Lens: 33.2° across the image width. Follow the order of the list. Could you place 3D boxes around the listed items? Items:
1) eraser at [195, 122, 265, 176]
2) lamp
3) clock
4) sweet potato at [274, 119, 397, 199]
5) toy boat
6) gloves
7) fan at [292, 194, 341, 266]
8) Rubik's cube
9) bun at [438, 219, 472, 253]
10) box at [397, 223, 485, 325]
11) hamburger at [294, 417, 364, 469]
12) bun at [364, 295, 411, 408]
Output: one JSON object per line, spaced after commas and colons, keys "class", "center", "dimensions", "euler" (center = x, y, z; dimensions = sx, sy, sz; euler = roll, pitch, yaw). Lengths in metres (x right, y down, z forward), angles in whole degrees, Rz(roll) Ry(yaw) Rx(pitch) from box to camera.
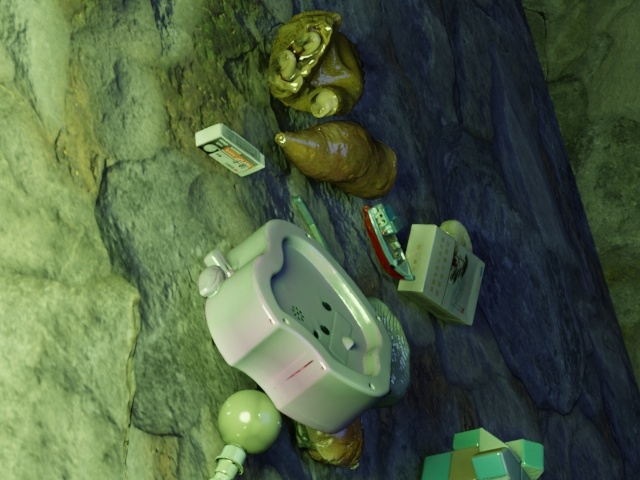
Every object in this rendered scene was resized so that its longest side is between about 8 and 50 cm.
{"class": "eraser", "center": [-0.143, -0.143, 1.715], "dimensions": [0.122, 0.052, 0.029], "euler": [33, 45, -50]}
{"class": "lamp", "center": [-0.114, 0.284, 1.471], "dimensions": [0.091, 0.091, 0.163], "euler": [52, 49, -33]}
{"class": "clock", "center": [-0.032, 0.115, 1.590], "dimensions": [0.338, 0.102, 0.338], "euler": [42, 22, -21]}
{"class": "sweet potato", "center": [0.027, -0.166, 1.977], "dimensions": [0.337, 0.131, 0.131], "euler": [19, 56, -59]}
{"class": "toy boat", "center": [0.141, 0.003, 2.147], "dimensions": [0.069, 0.059, 0.173], "euler": [-32, 102, -63]}
{"class": "gloves", "center": [-0.013, -0.314, 1.959], "dimensions": [0.356, 0.155, 0.203], "euler": [-9, 88, -79]}
{"class": "fan", "center": [0.000, 0.000, 1.933], "dimensions": [0.193, 0.016, 0.038], "euler": [61, 25, -20]}
{"class": "Rubik's cube", "center": [0.321, 0.485, 1.995], "dimensions": [0.265, 0.213, 0.224], "euler": [58, 28, -29]}
{"class": "bun", "center": [0.295, 0.012, 2.419], "dimensions": [0.115, 0.069, 0.115], "euler": [37, 45, -48]}
{"class": "box", "center": [0.258, 0.076, 2.262], "dimensions": [0.233, 0.067, 0.149], "euler": [33, 68, -49]}
{"class": "hamburger", "center": [0.010, 0.288, 1.680], "dimensions": [0.102, 0.087, 0.176], "euler": [-19, 92, -65]}
{"class": "bun", "center": [0.071, 0.195, 1.824], "dimensions": [0.195, 0.118, 0.195], "euler": [40, 36, -37]}
